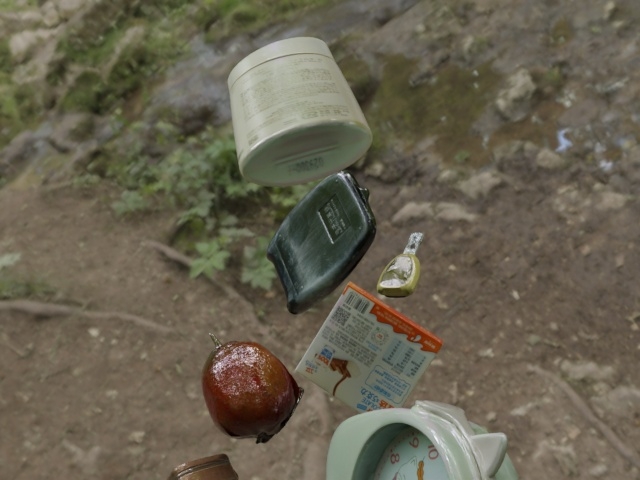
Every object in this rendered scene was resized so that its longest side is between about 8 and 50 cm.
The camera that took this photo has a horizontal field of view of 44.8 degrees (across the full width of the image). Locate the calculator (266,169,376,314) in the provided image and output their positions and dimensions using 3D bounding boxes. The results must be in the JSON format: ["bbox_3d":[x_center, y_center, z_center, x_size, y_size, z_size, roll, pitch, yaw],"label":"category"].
[{"bbox_3d":[0.000,0.000,1.332,0.268,0.040,0.177,-46,54,30],"label":"calculator"}]

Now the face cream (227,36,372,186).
[{"bbox_3d":[-0.043,-0.195,1.101,0.173,0.081,0.348,-16,33,-1],"label":"face cream"}]

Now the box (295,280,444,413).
[{"bbox_3d":[0.117,0.282,1.897,0.265,0.273,0.048,-58,-6,12],"label":"box"}]

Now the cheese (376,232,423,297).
[{"bbox_3d":[0.175,0.046,1.575,0.086,0.036,0.162,-5,43,38],"label":"cheese"}]

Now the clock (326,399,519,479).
[{"bbox_3d":[0.128,0.328,0.922,0.324,0.109,0.265,-35,50,51],"label":"clock"}]

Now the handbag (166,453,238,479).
[{"bbox_3d":[-0.251,0.518,1.592,0.072,0.151,0.193,55,139,33],"label":"handbag"}]

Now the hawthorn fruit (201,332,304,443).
[{"bbox_3d":[-0.151,0.288,1.577,0.189,0.251,0.189,-29,-9,-5],"label":"hawthorn fruit"}]
